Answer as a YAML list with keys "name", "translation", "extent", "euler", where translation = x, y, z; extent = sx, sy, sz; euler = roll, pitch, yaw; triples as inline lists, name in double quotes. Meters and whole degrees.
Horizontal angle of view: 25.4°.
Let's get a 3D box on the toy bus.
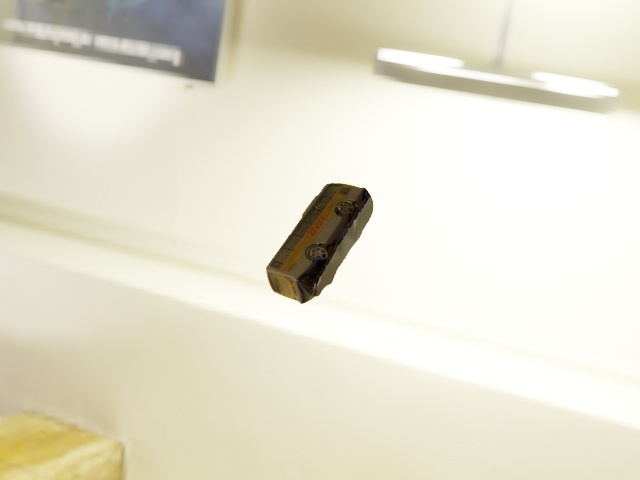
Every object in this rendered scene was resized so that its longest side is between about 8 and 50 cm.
- name: "toy bus"
  translation: [0.000, 0.000, 1.767]
  extent: [0.072, 0.057, 0.172]
  euler: [17, -127, 25]
